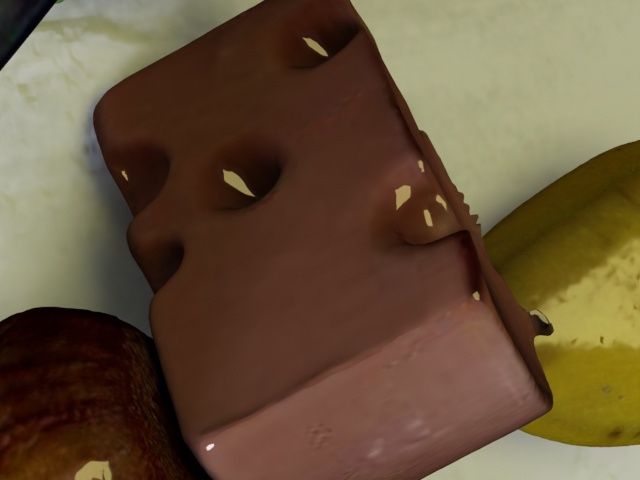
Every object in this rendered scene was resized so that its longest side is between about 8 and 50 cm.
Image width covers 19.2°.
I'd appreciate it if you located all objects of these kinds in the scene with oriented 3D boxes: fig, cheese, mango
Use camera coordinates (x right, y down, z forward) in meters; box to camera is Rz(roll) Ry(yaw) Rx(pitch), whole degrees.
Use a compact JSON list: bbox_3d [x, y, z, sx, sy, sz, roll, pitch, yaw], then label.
[{"bbox_3d":[-0.125,0.119,0.675,0.133,0.201,0.146,60,12,29],"label":"fig"},{"bbox_3d":[0.009,0.020,0.698,0.128,0.177,0.203,-27,103,5],"label":"cheese"},{"bbox_3d":[0.137,0.024,0.860,0.195,0.098,0.137,-8,88,-24],"label":"mango"}]

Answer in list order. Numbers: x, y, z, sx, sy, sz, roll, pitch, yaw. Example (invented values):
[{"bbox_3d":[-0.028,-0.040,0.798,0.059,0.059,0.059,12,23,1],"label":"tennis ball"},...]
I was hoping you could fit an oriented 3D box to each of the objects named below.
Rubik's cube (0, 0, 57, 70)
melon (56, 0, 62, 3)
[{"bbox_3d":[-0.279,-0.064,0.465,0.307,0.305,0.310,45,64,-19],"label":"Rubik's cube"},{"bbox_3d":[-0.106,-0.255,0.713,0.196,0.124,0.323,-7,75,-35],"label":"melon"}]
